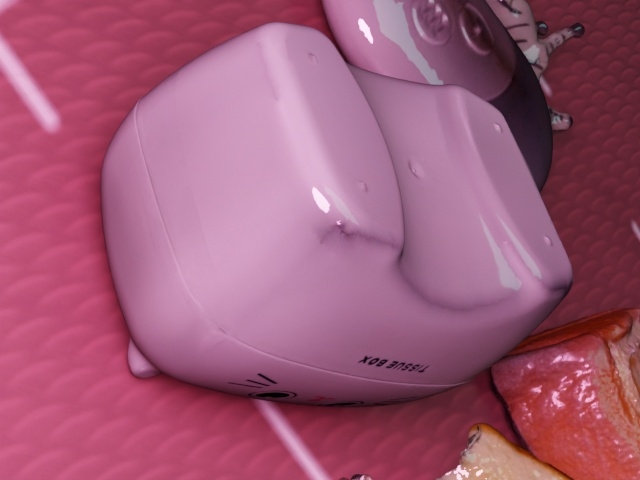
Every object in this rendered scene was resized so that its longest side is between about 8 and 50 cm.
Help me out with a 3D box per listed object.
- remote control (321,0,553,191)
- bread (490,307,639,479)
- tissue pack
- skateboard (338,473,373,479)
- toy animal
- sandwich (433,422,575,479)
[{"bbox_3d":[0.114,-0.172,1.564,0.332,0.103,0.221,52,38,-20],"label":"remote control"},{"bbox_3d":[0.278,0.179,1.537,0.244,0.123,0.190,62,32,-4],"label":"bread"},{"bbox_3d":[0.000,0.000,1.196,0.333,0.236,0.229,15,48,-49],"label":"tissue pack"},{"bbox_3d":[0.052,0.215,1.296,0.083,0.032,0.064,9,72,-48],"label":"skateboard"},{"bbox_3d":[0.202,-0.218,1.734,0.217,0.073,0.176,59,42,-16],"label":"toy animal"},{"bbox_3d":[0.183,0.261,1.309,0.235,0.128,0.122,37,40,7],"label":"sandwich"}]
